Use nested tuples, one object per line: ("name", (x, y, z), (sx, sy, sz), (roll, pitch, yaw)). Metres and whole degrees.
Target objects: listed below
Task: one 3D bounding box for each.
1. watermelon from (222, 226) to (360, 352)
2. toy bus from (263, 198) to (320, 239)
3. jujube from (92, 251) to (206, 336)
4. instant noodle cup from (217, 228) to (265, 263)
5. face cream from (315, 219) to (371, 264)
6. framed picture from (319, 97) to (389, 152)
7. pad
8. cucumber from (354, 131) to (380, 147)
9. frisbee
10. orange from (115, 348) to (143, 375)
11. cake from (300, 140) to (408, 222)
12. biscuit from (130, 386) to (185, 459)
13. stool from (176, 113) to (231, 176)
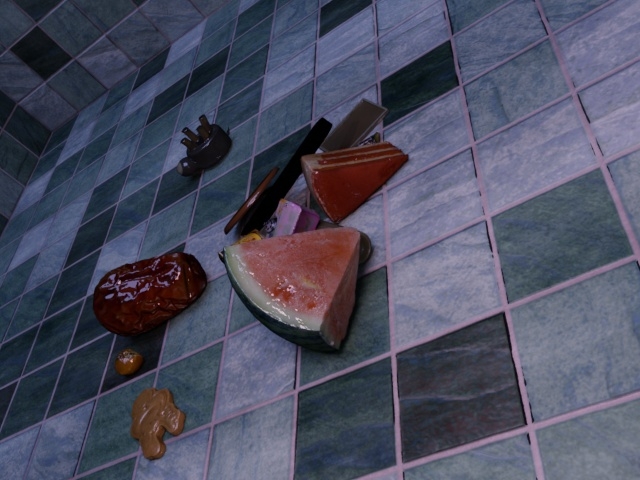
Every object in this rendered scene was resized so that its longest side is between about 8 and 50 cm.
("watermelon", (-0.056, 0.092, 1.523), (0.283, 0.250, 0.293), (30, 106, 40))
("toy bus", (-0.100, 0.038, 1.750), (0.112, 0.090, 0.274), (22, 91, 54))
("jujube", (-0.496, 0.150, 2.043), (0.341, 0.216, 0.216), (-21, 39, 13))
("instant noodle cup", (-0.180, 0.049, 1.847), (0.122, 0.151, 0.151), (-44, 33, -9))
("face cream", (0.000, 0.000, 1.766), (0.341, 0.084, 0.137), (13, 75, 58))
("framed picture", (0.093, -0.323, 2.046), (0.203, 0.015, 0.150), (-47, 34, -2))
("pad", (-0.103, -0.185, 1.929), (0.375, 0.063, 0.315), (-54, -7, 7))
("cucumber", (0.109, -0.250, 1.937), (0.134, 0.033, 0.034), (-33, 33, 17))
("frisbee", (-0.202, -0.118, 2.050), (0.251, 0.021, 0.251), (-49, 8, 9))
("orange", (-0.549, 0.346, 1.999), (0.086, 0.062, 0.086), (-30, 38, 27))
("cake", (0.069, -0.200, 1.818), (0.262, 0.160, 0.158), (-42, 31, 3))
("biscuit", (-0.423, 0.450, 1.787), (0.144, 0.040, 0.236), (-46, 36, -11))
("stool", (-0.424, -0.332, 2.497), (0.153, 0.139, 0.228), (8, 58, 52))
